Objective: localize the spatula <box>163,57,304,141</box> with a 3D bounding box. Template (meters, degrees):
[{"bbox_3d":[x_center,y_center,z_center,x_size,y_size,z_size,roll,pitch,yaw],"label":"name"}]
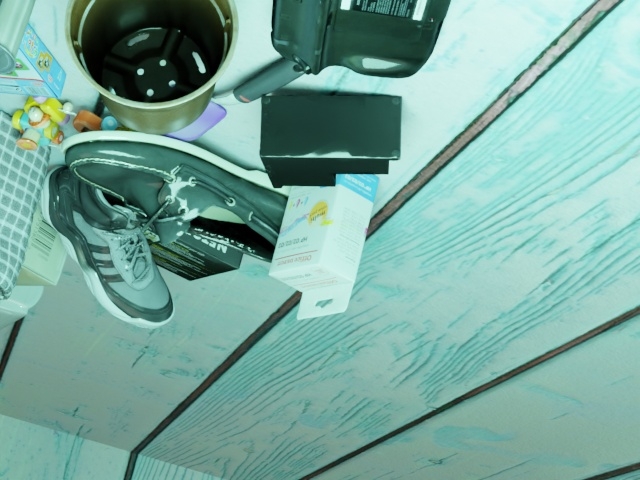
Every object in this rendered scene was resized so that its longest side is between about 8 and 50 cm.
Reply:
[{"bbox_3d":[-0.102,-0.165,1.626,0.084,0.030,0.296,27,155,-33],"label":"spatula"}]

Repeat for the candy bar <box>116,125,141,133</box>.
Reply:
[{"bbox_3d":[-0.210,-0.110,1.853,0.040,0.018,0.161,-2,155,35],"label":"candy bar"}]

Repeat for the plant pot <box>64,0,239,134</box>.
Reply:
[{"bbox_3d":[-0.167,-0.190,1.447,0.167,0.167,0.165,14,168,-1],"label":"plant pot"}]

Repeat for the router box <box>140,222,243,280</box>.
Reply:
[{"bbox_3d":[-0.219,0.000,2.097,0.179,0.046,0.133,28,154,-33],"label":"router box"}]

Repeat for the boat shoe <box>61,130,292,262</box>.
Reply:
[{"bbox_3d":[-0.171,-0.044,1.794,0.340,0.113,0.127,19,155,-39],"label":"boat shoe"}]

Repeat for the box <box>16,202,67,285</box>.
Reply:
[{"bbox_3d":[-0.517,-0.019,2.104,0.311,0.148,0.121,0,155,35],"label":"box"}]

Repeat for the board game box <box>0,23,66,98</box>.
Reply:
[{"bbox_3d":[-0.404,-0.234,1.628,0.160,0.039,0.211,7,159,17],"label":"board game box"}]

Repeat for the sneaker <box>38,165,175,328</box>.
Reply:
[{"bbox_3d":[-0.266,0.000,1.952,0.153,0.101,0.269,-22,108,46],"label":"sneaker"}]

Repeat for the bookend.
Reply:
[{"bbox_3d":[0.016,-0.110,1.635,0.157,0.072,0.156,1,169,5],"label":"bookend"}]

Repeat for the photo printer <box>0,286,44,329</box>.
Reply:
[{"bbox_3d":[-0.638,0.072,2.460,0.256,0.107,0.307,23,158,-21],"label":"photo printer"}]

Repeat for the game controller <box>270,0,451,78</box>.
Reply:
[{"bbox_3d":[0.041,-0.240,1.327,0.166,0.067,0.319,0,160,-5],"label":"game controller"}]

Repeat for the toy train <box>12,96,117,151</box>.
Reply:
[{"bbox_3d":[-0.327,-0.132,1.804,0.125,0.046,0.166,34,153,-21],"label":"toy train"}]

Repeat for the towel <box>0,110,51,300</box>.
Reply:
[{"bbox_3d":[-0.485,-0.076,1.815,0.121,0.235,0.283,-9,151,38],"label":"towel"}]

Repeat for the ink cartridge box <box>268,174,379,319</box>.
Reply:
[{"bbox_3d":[0.000,0.000,1.769,0.061,0.181,0.104,28,155,-32],"label":"ink cartridge box"}]

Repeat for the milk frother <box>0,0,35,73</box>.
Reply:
[{"bbox_3d":[-0.353,-0.257,1.403,0.143,0.135,0.129,10,158,9],"label":"milk frother"}]
